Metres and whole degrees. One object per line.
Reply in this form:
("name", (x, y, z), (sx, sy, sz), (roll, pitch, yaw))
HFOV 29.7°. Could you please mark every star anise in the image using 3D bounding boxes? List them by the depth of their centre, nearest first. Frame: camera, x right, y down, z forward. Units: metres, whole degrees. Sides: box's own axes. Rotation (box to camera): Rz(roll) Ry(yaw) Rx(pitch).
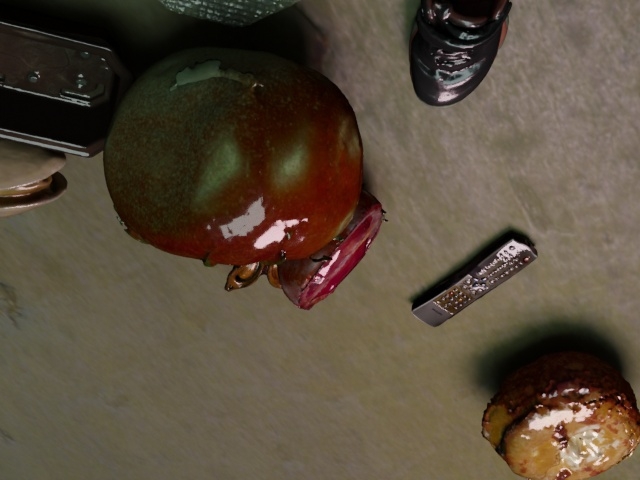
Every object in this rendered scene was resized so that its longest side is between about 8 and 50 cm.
("star anise", (-0.100, 0.014, 1.685), (0.157, 0.053, 0.212), (-15, 133, 17))

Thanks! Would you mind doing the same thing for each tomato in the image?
("tomato", (-0.092, -0.104, 1.408), (0.303, 0.303, 0.239), (5, 103, -1))
("tomato", (0.000, 0.000, 1.599), (0.099, 0.173, 0.189), (41, 170, 14))

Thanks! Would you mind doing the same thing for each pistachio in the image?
("pistachio", (-0.436, -0.090, 1.536), (0.223, 0.152, 0.126), (3, 125, -6))

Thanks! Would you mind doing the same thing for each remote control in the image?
("remote control", (0.218, 0.058, 1.725), (0.059, 0.028, 0.212), (36, 126, -23))

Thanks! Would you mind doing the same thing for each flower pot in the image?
("flower pot", (-0.350, -0.209, 1.464), (0.251, 0.084, 0.179), (12, 133, -9))

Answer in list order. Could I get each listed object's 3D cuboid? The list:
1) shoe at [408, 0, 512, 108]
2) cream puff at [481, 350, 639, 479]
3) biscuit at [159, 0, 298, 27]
("shoe", (0.163, -0.253, 1.346), (0.114, 0.137, 0.291), (4, 135, 1))
("cream puff", (0.362, 0.264, 1.827), (0.240, 0.164, 0.240), (-9, 139, -8))
("biscuit", (-0.078, -0.321, 1.360), (0.250, 0.046, 0.147), (-20, 130, 21))
